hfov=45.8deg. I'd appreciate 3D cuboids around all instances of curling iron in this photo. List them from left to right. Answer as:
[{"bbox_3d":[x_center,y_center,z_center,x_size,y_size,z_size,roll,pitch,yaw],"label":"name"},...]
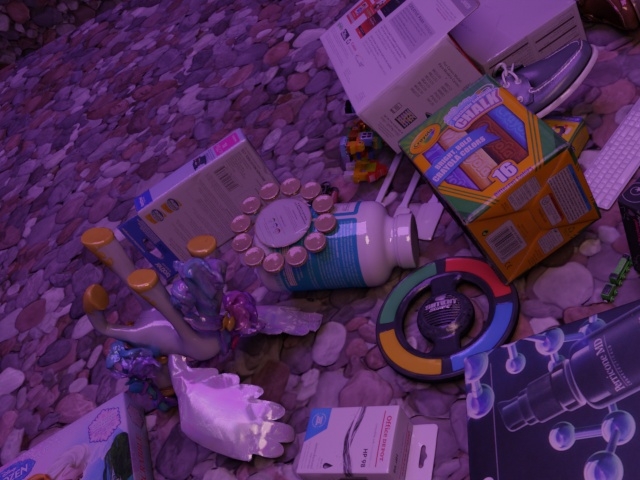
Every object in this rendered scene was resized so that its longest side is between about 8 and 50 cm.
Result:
[{"bbox_3d":[0.000,0.000,1.428,0.068,0.035,0.274,-33,39,38],"label":"curling iron"}]

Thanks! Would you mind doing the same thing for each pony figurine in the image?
[{"bbox_3d":[-0.199,0.155,1.217,0.350,0.364,0.303,4,44,18],"label":"pony figurine"}]

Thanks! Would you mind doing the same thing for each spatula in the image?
[{"bbox_3d":[0.165,-0.096,1.417,0.168,0.019,0.242,-1,50,36],"label":"spatula"}]

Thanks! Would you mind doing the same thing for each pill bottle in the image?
[{"bbox_3d":[0.030,0.010,1.287,0.263,0.146,0.146,-4,47,16],"label":"pill bottle"}]

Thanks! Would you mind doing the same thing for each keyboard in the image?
[{"bbox_3d":[0.502,-0.151,1.239,0.072,0.014,0.256,22,65,46],"label":"keyboard"}]

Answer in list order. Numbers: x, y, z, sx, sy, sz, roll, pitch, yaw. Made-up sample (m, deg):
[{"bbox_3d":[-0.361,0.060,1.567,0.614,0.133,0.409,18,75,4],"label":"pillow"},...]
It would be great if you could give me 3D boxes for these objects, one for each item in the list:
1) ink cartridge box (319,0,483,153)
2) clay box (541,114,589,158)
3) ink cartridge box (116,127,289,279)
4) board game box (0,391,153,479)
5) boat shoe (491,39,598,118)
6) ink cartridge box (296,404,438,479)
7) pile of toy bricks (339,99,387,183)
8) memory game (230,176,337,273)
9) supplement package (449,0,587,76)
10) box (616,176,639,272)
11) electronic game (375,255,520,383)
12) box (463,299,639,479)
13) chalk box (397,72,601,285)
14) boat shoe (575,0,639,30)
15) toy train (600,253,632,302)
[{"bbox_3d":[0.166,-0.358,1.391,0.271,0.130,0.310,-39,38,18],"label":"ink cartridge box"},{"bbox_3d":[0.347,-0.120,1.285,0.127,0.053,0.222,13,58,43],"label":"clay box"},{"bbox_3d":[-0.239,-0.070,1.541,0.311,0.186,0.065,-35,42,0],"label":"ink cartridge box"},{"bbox_3d":[-0.420,0.453,1.238,0.318,0.066,0.318,-32,39,3],"label":"board game box"},{"bbox_3d":[0.322,-0.250,1.310,0.319,0.099,0.116,-35,22,26],"label":"boat shoe"},{"bbox_3d":[0.066,0.291,1.064,0.180,0.060,0.104,-10,45,28],"label":"ink cartridge box"},{"bbox_3d":[0.105,-0.210,1.505,0.105,0.118,0.212,-2,37,12],"label":"pile of toy bricks"},{"bbox_3d":[-0.062,-0.028,1.243,0.186,0.012,0.186,-9,54,13],"label":"memory game"},{"bbox_3d":[0.358,-0.391,1.477,0.204,0.145,0.262,-33,40,3],"label":"supplement package"},{"bbox_3d":[0.536,-0.060,1.005,0.247,0.163,0.142,-43,41,-11],"label":"box"},{"bbox_3d":[0.191,0.116,1.162,0.229,0.048,0.229,-20,41,18],"label":"electronic game"},{"bbox_3d":[0.358,0.222,0.710,0.395,0.212,0.294,-28,44,37],"label":"box"},{"bbox_3d":[0.256,-0.114,1.166,0.179,0.180,0.289,-37,43,8],"label":"chalk box"},{"bbox_3d":[0.531,-0.465,1.473,0.104,0.111,0.307,-28,30,14],"label":"boat shoe"},{"bbox_3d":[0.423,0.052,1.082,0.017,0.024,0.083,15,60,43],"label":"toy train"}]
